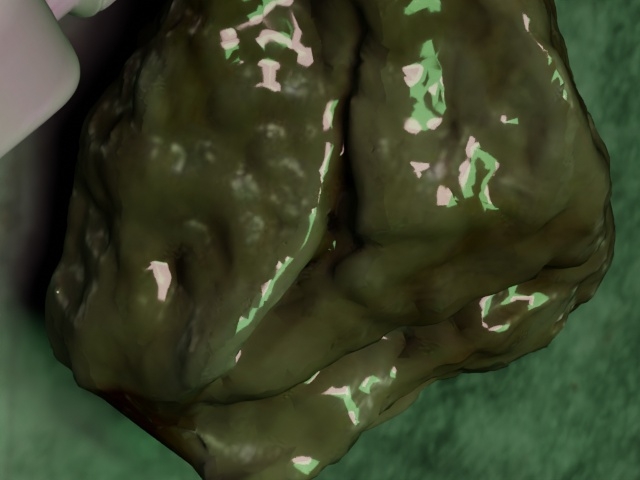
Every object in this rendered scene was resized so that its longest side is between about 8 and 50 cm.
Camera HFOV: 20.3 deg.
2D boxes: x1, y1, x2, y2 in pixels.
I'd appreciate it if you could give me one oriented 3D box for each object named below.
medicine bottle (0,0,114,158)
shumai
[{"bbox_3d":[-0.142,-0.043,0.517,0.219,0.115,0.078,-43,127,-22],"label":"medicine bottle"},{"bbox_3d":[0.003,0.002,0.600,0.218,0.183,0.185,109,4,-67],"label":"shumai"}]
